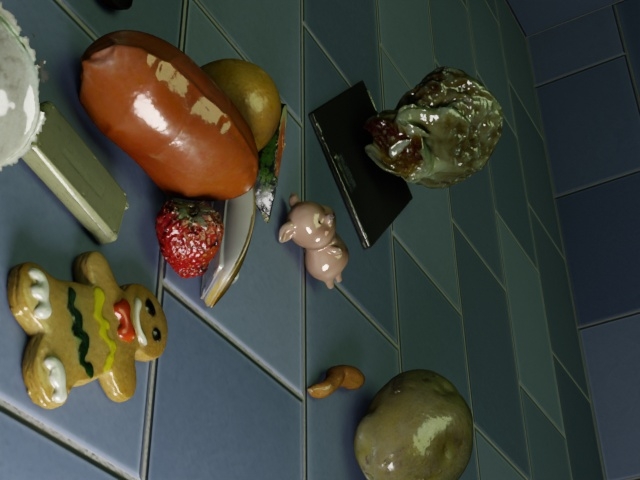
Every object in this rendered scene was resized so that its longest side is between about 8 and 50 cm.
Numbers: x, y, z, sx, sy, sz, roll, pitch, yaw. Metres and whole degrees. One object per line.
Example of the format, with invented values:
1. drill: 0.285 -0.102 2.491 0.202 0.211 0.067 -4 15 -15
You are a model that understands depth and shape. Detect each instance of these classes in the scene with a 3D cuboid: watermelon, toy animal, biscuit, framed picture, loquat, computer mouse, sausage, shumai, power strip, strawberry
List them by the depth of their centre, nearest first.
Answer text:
1. biscuit: -0.220 0.086 1.091 0.240 0.035 0.158 -4 79 -66
2. power strip: -0.260 -0.073 1.128 0.169 0.028 0.076 56 27 -37
3. sausage: -0.168 -0.141 1.249 0.258 0.133 0.133 46 33 -34
4. strawberry: -0.152 -0.002 1.260 0.083 0.083 0.096 -56 147 -62
5. computer mouse: -0.112 -0.008 1.343 0.044 0.102 0.199 15 48 -17
6. loquat: -0.116 -0.168 1.390 0.141 0.141 0.141 48 32 -44
7. watermelon: -0.078 -0.130 1.562 0.245 0.063 0.119 -87 168 -52
8. toy animal: -0.006 0.003 1.600 0.150 0.089 0.083 60 3 -17
9. framed picture: 0.081 -0.148 1.987 0.255 0.014 0.339 67 23 -10
10. shumai: 0.197 -0.183 1.996 0.189 0.256 0.218 44 46 18

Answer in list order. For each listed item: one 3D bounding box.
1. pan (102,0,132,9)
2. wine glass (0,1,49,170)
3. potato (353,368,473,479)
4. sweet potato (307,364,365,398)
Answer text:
1. pan: -0.267 -0.324 1.308 0.115 0.023 0.068 50 31 -47
2. wine glass: -0.333 -0.047 0.746 0.190 0.190 0.357 60 22 -25
3. potato: 0.139 0.291 1.608 0.178 0.160 0.235 51 34 14
4. sweet potato: 0.029 0.200 1.569 0.179 0.044 0.044 7 66 -67
